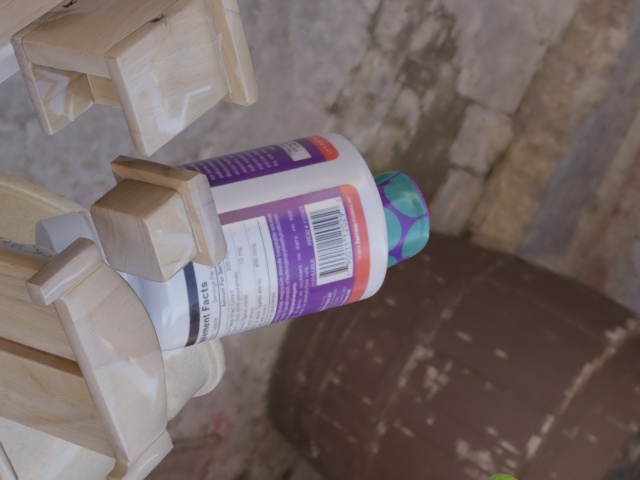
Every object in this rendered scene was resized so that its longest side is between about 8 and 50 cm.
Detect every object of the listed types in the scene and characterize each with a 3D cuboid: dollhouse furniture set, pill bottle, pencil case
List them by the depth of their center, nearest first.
[{"bbox_3d":[-0.107,-0.003,0.741,0.174,0.303,0.355,-45,135,-37],"label":"dollhouse furniture set"},{"bbox_3d":[-0.067,0.005,0.845,0.194,0.108,0.108,-14,135,-19],"label":"pill bottle"},{"bbox_3d":[0.000,0.000,1.001,0.152,0.070,0.064,-18,142,-26],"label":"pencil case"}]

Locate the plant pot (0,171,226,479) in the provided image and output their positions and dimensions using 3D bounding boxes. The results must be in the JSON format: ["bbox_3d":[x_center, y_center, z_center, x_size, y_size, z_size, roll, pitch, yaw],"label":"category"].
[{"bbox_3d":[-0.309,0.155,1.303,0.305,0.334,0.334,-57,156,-28],"label":"plant pot"}]

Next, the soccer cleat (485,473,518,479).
[{"bbox_3d":[0.129,0.288,1.254,0.179,0.060,0.072,-66,173,20],"label":"soccer cleat"}]
